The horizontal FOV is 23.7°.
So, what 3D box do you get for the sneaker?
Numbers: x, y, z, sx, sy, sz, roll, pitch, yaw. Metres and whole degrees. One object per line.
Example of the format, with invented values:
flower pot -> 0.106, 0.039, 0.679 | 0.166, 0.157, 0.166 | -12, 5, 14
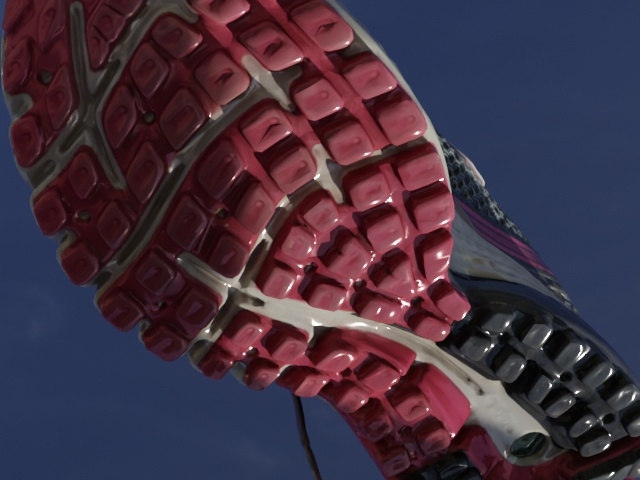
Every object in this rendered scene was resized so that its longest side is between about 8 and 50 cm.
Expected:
sneaker -> 0.000, 0.000, 0.535 | 0.121, 0.299, 0.112 | -37, -145, 8
